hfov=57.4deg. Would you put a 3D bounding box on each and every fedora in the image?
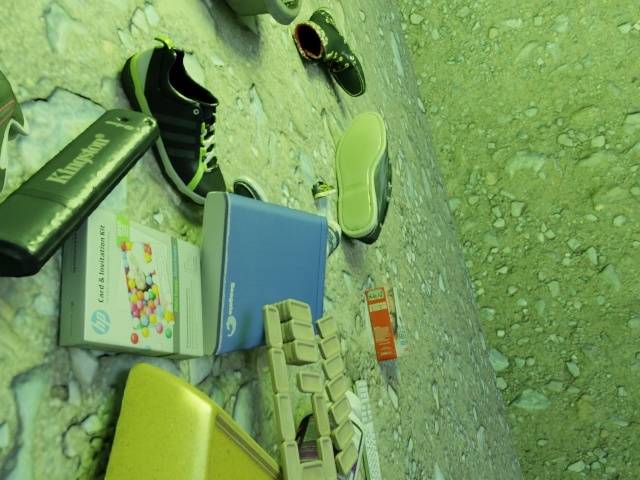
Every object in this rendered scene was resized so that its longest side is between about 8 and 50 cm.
[{"bbox_3d":[-0.131,-0.521,1.055,0.275,0.124,0.244,65,26,-42],"label":"fedora"}]

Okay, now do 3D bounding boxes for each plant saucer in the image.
[{"bbox_3d":[-0.097,0.334,0.605,0.333,0.081,0.333,-94,159,-48],"label":"plant saucer"}]

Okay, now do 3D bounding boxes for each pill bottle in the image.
[{"bbox_3d":[0.011,0.326,0.904,0.108,0.108,0.193,64,26,-25],"label":"pill bottle"},{"bbox_3d":[0.000,0.000,1.121,0.067,0.067,0.120,70,24,-12],"label":"pill bottle"}]

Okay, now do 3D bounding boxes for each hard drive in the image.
[{"bbox_3d":[-0.074,0.051,0.898,0.318,0.040,0.210,8,85,-65],"label":"hard drive"}]

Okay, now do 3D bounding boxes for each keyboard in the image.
[{"bbox_3d":[0.101,0.412,1.177,0.072,0.014,0.256,21,58,-62],"label":"keyboard"}]

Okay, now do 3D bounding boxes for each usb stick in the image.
[{"bbox_3d":[-0.247,-0.061,0.591,0.278,0.077,0.045,-72,165,-52],"label":"usb stick"}]

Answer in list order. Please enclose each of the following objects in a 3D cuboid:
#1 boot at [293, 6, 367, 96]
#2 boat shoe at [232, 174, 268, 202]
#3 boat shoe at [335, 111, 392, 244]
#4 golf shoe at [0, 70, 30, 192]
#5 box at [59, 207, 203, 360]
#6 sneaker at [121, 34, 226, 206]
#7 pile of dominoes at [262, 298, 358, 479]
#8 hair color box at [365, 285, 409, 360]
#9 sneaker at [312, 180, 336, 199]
[{"bbox_3d":[0.024,-0.437,1.414,0.236,0.085,0.179,61,29,-17],"label":"boot"},{"bbox_3d":[-0.104,-0.035,0.932,0.040,0.049,0.142,-62,135,-57],"label":"boat shoe"},{"bbox_3d":[0.115,-0.145,1.394,0.113,0.127,0.340,44,40,-52],"label":"boat shoe"},{"bbox_3d":[-0.298,-0.049,0.437,0.120,0.105,0.273,60,27,-47],"label":"golf shoe"},{"bbox_3d":[-0.205,0.055,0.662,0.186,0.038,0.145,29,50,-58],"label":"box"},{"bbox_3d":[-0.173,-0.150,0.777,0.235,0.097,0.084,63,26,-26],"label":"sneaker"},{"bbox_3d":[-0.022,0.211,0.821,0.196,0.040,0.251,26,49,-56],"label":"pile of dominoes"},{"bbox_3d":[0.159,0.196,1.387,0.093,0.053,0.167,13,64,-63],"label":"hair color box"},{"bbox_3d":[0.008,-0.113,1.252,0.083,0.031,0.035,-35,108,-65],"label":"sneaker"}]
